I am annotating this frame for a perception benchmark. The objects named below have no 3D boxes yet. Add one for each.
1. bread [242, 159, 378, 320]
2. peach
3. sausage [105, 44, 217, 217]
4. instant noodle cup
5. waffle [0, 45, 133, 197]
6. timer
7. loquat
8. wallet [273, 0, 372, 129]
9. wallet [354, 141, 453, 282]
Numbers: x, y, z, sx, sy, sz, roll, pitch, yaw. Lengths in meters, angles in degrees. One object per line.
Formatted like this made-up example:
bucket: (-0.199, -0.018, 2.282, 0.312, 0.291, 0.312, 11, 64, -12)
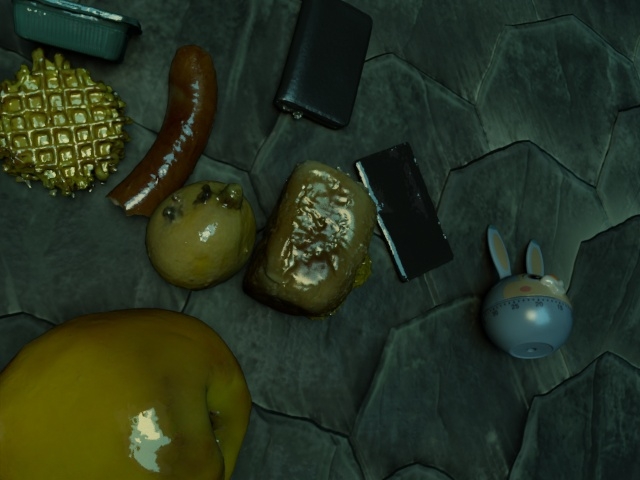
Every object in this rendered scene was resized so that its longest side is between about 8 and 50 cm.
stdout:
bread: (0.000, 0.000, 0.827, 0.176, 0.195, 0.246, 23, 77, -12)
peach: (-0.259, 0.223, 0.673, 0.308, 0.289, 0.288, -2, 83, 11)
sausage: (-0.230, -0.166, 0.824, 0.103, 0.076, 0.301, 25, 76, -20)
instant noodle cup: (-0.360, -0.310, 0.766, 0.179, 0.157, 0.070, 10, 103, -19)
waffle: (-0.386, -0.165, 0.774, 0.193, 0.070, 0.197, 24, 79, -16)
timer: (0.392, 0.093, 0.980, 0.176, 0.175, 0.255, 19, 77, -17)
loquat: (-0.171, -0.014, 0.776, 0.149, 0.204, 0.172, 46, 39, 8)
wallet: (0.009, -0.323, 0.951, 0.149, 0.044, 0.249, 17, 78, -22)
wallet: (0.156, -0.053, 0.980, 0.124, 0.025, 0.244, -24, 94, -21)
